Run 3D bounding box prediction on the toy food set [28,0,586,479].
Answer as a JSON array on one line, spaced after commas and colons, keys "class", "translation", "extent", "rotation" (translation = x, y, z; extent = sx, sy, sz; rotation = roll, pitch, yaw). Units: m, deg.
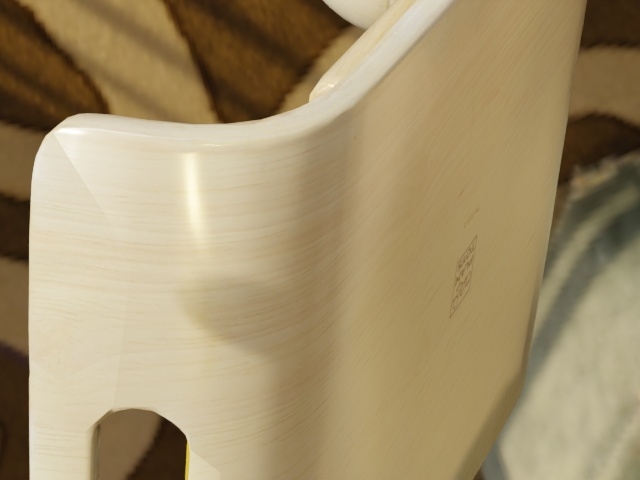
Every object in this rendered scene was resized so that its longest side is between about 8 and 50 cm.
[{"class": "toy food set", "translation": [0.000, 0.000, 0.590], "extent": [0.092, 0.306, 0.220], "rotation": [16, 123, 17]}]
